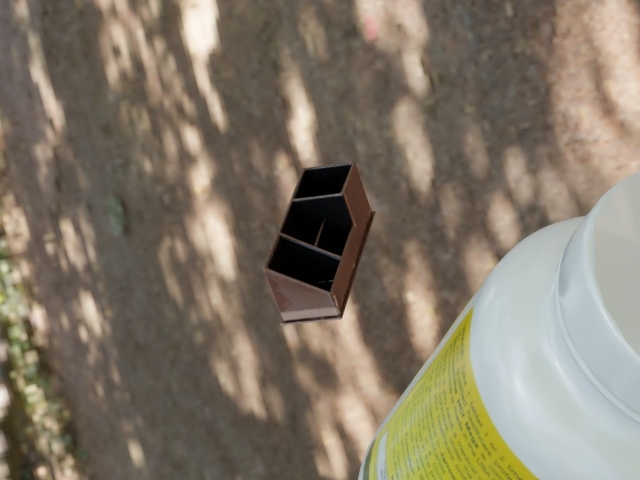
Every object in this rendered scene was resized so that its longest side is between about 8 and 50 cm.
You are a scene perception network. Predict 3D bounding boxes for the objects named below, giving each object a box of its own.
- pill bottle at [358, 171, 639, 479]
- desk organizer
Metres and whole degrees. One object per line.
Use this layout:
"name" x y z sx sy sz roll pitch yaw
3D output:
"pill bottle" 0.153 0.105 0.901 0.188 0.188 0.334 65 153 23
"desk organizer" 0.000 0.000 1.116 0.130 0.047 0.050 -71 -32 -51
